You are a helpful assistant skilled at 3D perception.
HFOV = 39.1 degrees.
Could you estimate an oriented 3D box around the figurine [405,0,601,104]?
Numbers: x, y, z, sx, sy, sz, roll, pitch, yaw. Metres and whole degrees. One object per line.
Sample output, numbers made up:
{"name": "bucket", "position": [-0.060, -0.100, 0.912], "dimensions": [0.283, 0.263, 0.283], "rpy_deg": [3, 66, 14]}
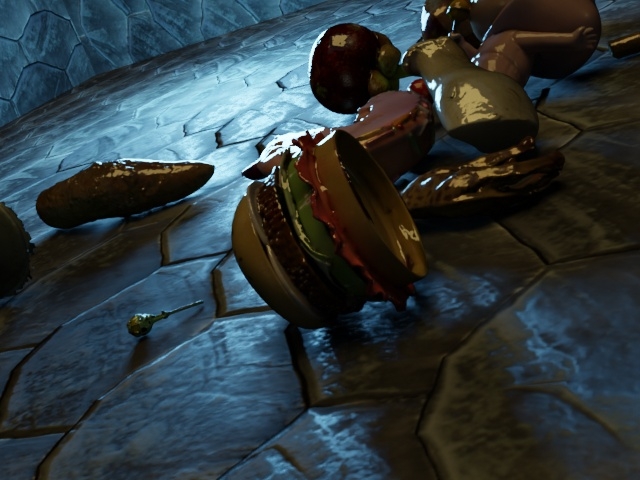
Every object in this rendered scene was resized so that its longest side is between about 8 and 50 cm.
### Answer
{"name": "figurine", "position": [0.250, -0.266, 1.204], "dimensions": [0.287, 0.186, 0.176], "rpy_deg": [-43, -1, -11]}

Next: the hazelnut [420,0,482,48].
{"name": "hazelnut", "position": [0.249, -0.394, 1.591], "dimensions": [0.154, 0.143, 0.143], "rpy_deg": [-37, 20, 3]}

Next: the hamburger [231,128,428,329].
{"name": "hamburger", "position": [-0.001, -0.003, 0.779], "dimensions": [0.137, 0.175, 0.175], "rpy_deg": [-29, 17, 17]}

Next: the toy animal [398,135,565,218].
{"name": "toy animal", "position": [0.115, -0.050, 0.937], "dimensions": [0.276, 0.054, 0.149], "rpy_deg": [-17, 18, 13]}

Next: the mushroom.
{"name": "mushroom", "position": [0.177, -0.178, 1.066], "dimensions": [0.116, 0.093, 0.225], "rpy_deg": [8, 39, -22]}

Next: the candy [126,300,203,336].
{"name": "candy", "position": [-0.158, 0.077, 0.926], "dimensions": [0.083, 0.025, 0.023], "rpy_deg": [-19, 61, -19]}

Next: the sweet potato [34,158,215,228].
{"name": "sweet potato", "position": [-0.326, -0.077, 1.383], "dimensions": [0.341, 0.092, 0.114], "rpy_deg": [-10, 6, 26]}

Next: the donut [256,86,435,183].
{"name": "donut", "position": [0.041, -0.110, 1.114], "dimensions": [0.233, 0.085, 0.199], "rpy_deg": [-23, 19, -7]}

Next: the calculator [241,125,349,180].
{"name": "calculator", "position": [-0.012, -0.134, 1.309], "dimensions": [0.190, 0.034, 0.126], "rpy_deg": [-7, 22, 32]}

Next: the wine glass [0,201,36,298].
{"name": "wine glass", "position": [-0.486, 0.071, 1.028], "dimensions": [0.190, 0.190, 0.357], "rpy_deg": [-15, 18, 16]}

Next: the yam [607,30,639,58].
{"name": "yam", "position": [0.463, -0.279, 1.215], "dimensions": [0.145, 0.032, 0.032], "rpy_deg": [-18, 20, 11]}

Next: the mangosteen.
{"name": "mangosteen", "position": [0.070, -0.270, 1.452], "dimensions": [0.181, 0.156, 0.146], "rpy_deg": [6, -9, -7]}
